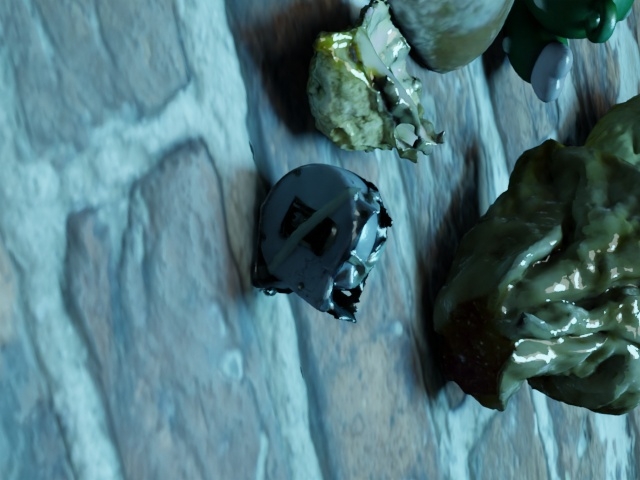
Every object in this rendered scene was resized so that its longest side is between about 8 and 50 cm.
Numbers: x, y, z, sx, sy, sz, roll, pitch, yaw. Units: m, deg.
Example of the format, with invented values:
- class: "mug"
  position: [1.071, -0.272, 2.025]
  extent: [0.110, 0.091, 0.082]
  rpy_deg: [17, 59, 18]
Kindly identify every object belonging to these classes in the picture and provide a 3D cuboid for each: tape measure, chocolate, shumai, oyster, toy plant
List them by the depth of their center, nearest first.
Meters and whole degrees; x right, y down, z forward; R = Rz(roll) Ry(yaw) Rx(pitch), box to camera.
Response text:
- class: "tape measure"
  position: [0.000, -0.002, 0.982]
  extent: [0.054, 0.091, 0.094]
  rpy_deg: [17, 90, -53]
- class: "oyster"
  position: [0.037, -0.107, 1.086]
  extent: [0.209, 0.072, 0.133]
  rpy_deg: [-69, 142, -70]
- class: "chocolate"
  position: [0.119, -0.299, 1.219]
  extent: [0.185, 0.100, 0.303]
  rpy_deg: [44, 47, -47]
- class: "shumai"
  position: [0.192, 0.035, 1.219]
  extent: [0.185, 0.183, 0.218]
  rpy_deg: [-6, 110, -63]
- class: "toy plant"
  position: [0.218, -0.256, 1.304]
  extent: [0.232, 0.112, 0.243]
  rpy_deg: [130, -37, -64]

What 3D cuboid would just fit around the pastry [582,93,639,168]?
- class: "pastry"
  position: [0.353, -0.005, 1.564]
  extent: [0.329, 0.136, 0.330]
  rpy_deg: [10, 78, -59]
